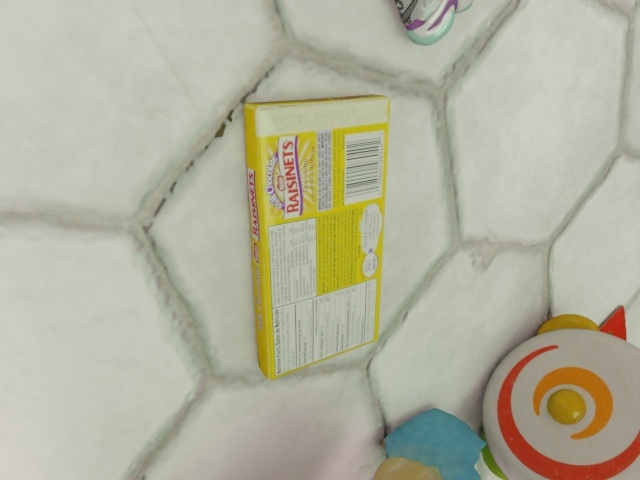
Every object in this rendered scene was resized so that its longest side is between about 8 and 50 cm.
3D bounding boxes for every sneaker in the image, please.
[{"bbox_3d":[0.085,-0.191,0.343,0.098,0.038,0.069,-51,129,-5],"label":"sneaker"}]

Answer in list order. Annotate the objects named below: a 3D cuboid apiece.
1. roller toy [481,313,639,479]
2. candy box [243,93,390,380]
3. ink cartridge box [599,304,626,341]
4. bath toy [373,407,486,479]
[{"bbox_3d":[0.284,0.199,0.543,0.209,0.191,0.146,-49,127,-6],"label":"roller toy"},{"bbox_3d":[0.000,0.000,0.376,0.105,0.027,0.205,-12,115,-26],"label":"candy box"},{"bbox_3d":[0.382,0.263,0.721,0.275,0.060,0.238,-38,127,-14],"label":"ink cartridge box"},{"bbox_3d":[0.129,0.359,0.552,0.152,0.129,0.347,-24,122,-23],"label":"bath toy"}]
